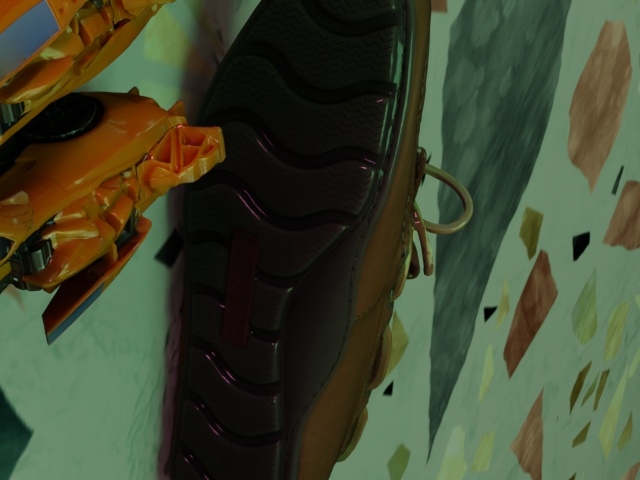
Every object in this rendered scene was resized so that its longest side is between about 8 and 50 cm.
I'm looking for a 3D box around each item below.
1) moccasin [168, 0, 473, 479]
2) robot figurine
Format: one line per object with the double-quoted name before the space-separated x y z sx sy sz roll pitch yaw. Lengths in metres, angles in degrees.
"moccasin" 0.003 0.001 1.044 0.147 0.139 0.380 -36 137 -54
"robot figurine" -0.154 -0.020 0.768 0.291 0.085 0.211 -49 145 -41
